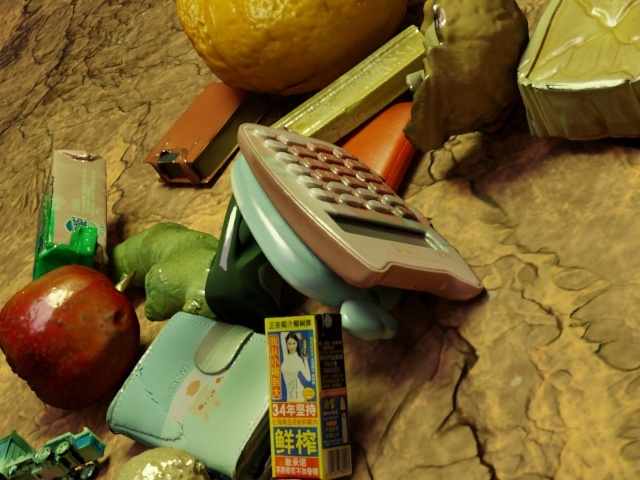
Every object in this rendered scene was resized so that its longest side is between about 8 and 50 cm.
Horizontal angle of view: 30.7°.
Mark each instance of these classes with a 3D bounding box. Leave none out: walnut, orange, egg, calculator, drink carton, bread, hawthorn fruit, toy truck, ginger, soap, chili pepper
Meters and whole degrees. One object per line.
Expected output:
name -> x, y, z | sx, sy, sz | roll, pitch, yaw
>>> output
walnut -> 0.178, -0.222, 1.371 | 0.141, 0.204, 0.238 | 10, 61, 3
orange -> -0.045, -0.379, 1.690 | 0.341, 0.293, 0.340 | -15, 36, 11
egg -> -0.170, 0.283, 1.212 | 0.116, 0.118, 0.140 | 23, 84, 26
calculator -> 0.030, -0.038, 1.308 | 0.329, 0.220, 0.048 | 52, 122, 42
calculator -> 0.000, 0.000, 1.308 | 0.042, 0.188, 0.302 | -54, 48, 22
drink carton -> -0.012, 0.158, 1.187 | 0.071, 0.056, 0.165 | -6, 84, 36
bread -> 0.336, -0.208, 1.311 | 0.192, 0.109, 0.209 | 1, 50, 36
hawthorn fruit -> -0.307, 0.109, 1.487 | 0.200, 0.179, 0.179 | -48, 35, -13
toy truck -> -0.340, 0.265, 1.434 | 0.175, 0.067, 0.081 | -24, 35, 21
ginger -> -0.194, 0.041, 1.543 | 0.137, 0.089, 0.290 | -54, 37, -3
soap -> -0.361, 0.004, 1.682 | 0.273, 0.098, 0.217 | -104, 25, -54
chili pepper -> 0.236, -0.190, 1.462 | 0.045, 0.027, 0.178 | 7, 55, 42
soap -> 0.049, -0.195, 1.551 | 0.252, 0.037, 0.092 | -35, 32, -5

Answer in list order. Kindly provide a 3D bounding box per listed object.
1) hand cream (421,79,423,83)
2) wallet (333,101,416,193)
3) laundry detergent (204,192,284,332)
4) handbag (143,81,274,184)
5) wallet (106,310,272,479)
hand cream -> 0.191, -0.266, 1.581 | 0.175, 0.046, 0.095 | -48, 35, -2
wallet -> 0.053, -0.090, 1.501 | 0.142, 0.045, 0.204 | -3, 48, 40
laundry detergent -> -0.077, -0.010, 1.410 | 0.078, 0.144, 0.221 | 1, 65, 22
handbag -> -0.172, -0.166, 1.791 | 0.127, 0.062, 0.190 | 4, 48, 45
wallet -> -0.122, 0.176, 1.326 | 0.250, 0.075, 0.176 | 11, 61, 48
